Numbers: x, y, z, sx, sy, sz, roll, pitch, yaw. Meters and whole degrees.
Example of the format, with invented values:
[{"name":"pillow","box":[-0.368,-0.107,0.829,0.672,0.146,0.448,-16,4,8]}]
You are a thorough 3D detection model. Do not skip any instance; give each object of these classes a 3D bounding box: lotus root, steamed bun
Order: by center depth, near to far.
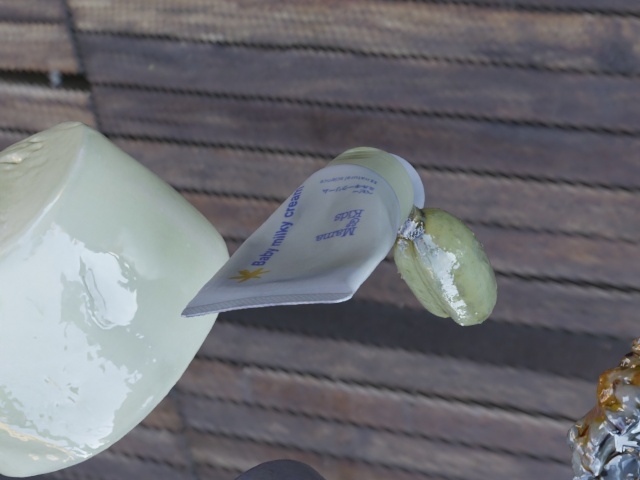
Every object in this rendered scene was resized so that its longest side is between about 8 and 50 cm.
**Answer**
[{"name":"lotus root","box":[0.121,0.019,1.525,0.090,0.077,0.183,19,157,40]},{"name":"steamed bun","box":[-0.363,0.090,1.942,0.456,0.290,0.371,-39,128,14]}]

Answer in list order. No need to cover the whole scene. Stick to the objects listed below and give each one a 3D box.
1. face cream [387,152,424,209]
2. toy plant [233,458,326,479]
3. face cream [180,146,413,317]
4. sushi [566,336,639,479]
[{"name":"face cream","box":[0.060,-0.044,1.627,0.091,0.095,0.091,9,111,23]},{"name":"toy plant","box":[0.022,0.397,1.564,0.185,0.400,0.279,27,100,-37]},{"name":"face cream","box":[0.000,0.000,1.019,0.114,0.224,0.070,-7,106,23]},{"name":"sushi","box":[0.506,0.298,1.914,0.417,0.176,0.418,3,116,7]}]
